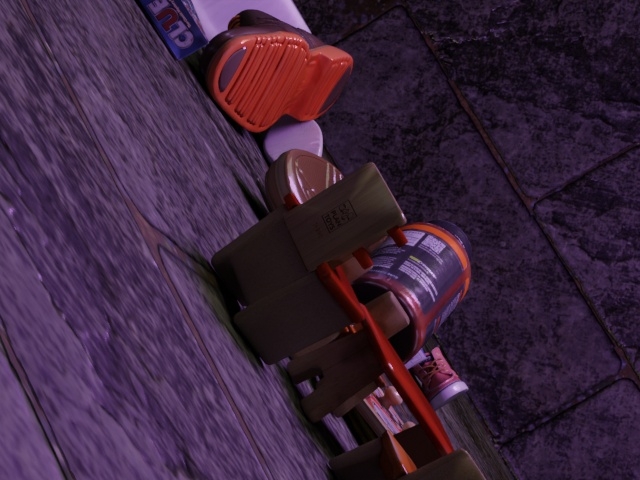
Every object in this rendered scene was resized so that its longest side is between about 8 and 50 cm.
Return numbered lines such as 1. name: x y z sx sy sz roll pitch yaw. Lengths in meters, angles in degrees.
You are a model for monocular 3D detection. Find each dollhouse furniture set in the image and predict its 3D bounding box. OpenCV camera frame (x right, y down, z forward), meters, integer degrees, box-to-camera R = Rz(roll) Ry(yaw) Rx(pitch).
1. dollhouse furniture set: 0.044 0.082 1.155 0.259 0.135 0.262 56 5 -40

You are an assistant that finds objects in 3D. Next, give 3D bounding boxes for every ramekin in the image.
1. ramekin: -0.127 -0.350 2.212 0.277 0.135 0.277 59 4 -6

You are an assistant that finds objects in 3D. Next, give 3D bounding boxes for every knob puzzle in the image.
1. knob puzzle: 0.050 0.136 1.421 0.213 0.030 0.213 51 3 -4

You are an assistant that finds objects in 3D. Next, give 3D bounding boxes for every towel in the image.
1. towel: 0.073 0.207 1.445 0.102 0.021 0.237 55 4 17

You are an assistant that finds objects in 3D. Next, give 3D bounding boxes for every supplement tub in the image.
1. supplement tub: 0.091 0.048 1.644 0.106 0.106 0.198 59 35 -7

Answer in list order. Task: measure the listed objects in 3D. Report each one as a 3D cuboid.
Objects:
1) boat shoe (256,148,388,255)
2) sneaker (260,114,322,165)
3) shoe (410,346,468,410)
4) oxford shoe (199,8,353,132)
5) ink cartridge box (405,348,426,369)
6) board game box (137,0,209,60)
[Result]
1. boat shoe: 0.000 0.000 1.693 0.285 0.089 0.105 50 36 -52
2. sneaker: -0.041 -0.125 2.123 0.212 0.080 0.094 -111 -171 -52
3. shoe: 0.168 0.203 2.325 0.081 0.063 0.178 58 -1 8
4. oxford shoe: -0.083 -0.220 1.963 0.132 0.130 0.363 35 11 15
5. ink cartridge box: 0.069 0.077 2.107 0.207 0.046 0.097 56 6 -41
6. board game box: -0.199 -0.315 1.739 0.165 0.042 0.243 57 5 -31
